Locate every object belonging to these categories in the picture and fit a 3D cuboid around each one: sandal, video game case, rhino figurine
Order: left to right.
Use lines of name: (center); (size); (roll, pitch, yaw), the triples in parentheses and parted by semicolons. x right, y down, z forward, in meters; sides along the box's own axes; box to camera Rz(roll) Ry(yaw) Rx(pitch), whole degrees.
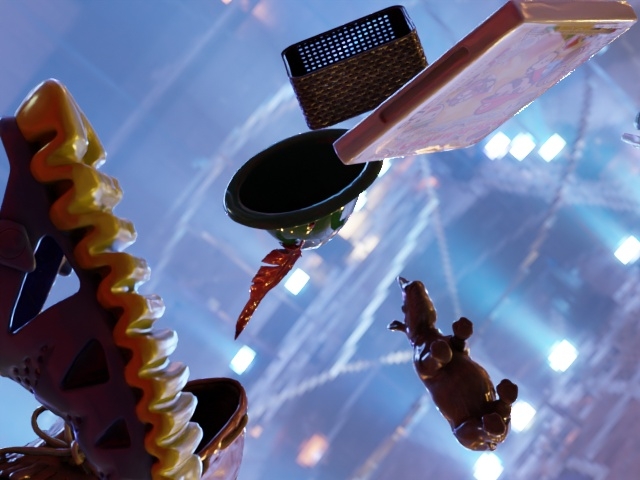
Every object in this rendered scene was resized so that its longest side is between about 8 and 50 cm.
sandal: (-0.177, 0.057, 1.146); (0.138, 0.317, 0.126); (-23, 168, 1)
rhino figurine: (0.144, 0.138, 1.926); (0.073, 0.106, 0.243); (-24, -116, -19)
video game case: (0.145, -0.136, 1.438); (0.206, 0.026, 0.227); (-38, 166, 32)

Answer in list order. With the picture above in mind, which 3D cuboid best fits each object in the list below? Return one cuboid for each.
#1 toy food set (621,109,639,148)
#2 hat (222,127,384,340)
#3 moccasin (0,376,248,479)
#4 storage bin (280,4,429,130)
toy food set: (0.353, -0.102, 1.538); (0.218, 0.128, 0.071); (-81, -172, -84)
hat: (0.000, 0.000, 1.808); (0.208, 0.184, 0.173); (9, -137, 41)
moccasin: (-0.184, 0.195, 1.382); (0.139, 0.380, 0.147); (35, -63, 29)
storage bin: (0.048, -0.231, 2.244); (0.180, 0.084, 0.122); (-22, -152, 3)
